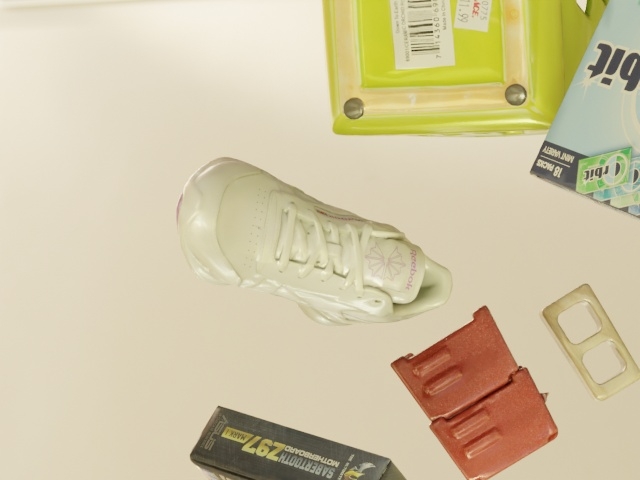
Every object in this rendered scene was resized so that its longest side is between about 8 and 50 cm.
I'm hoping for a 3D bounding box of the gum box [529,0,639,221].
[{"bbox_3d":[0.242,-0.105,1.351,0.157,0.041,0.184,27,93,55],"label":"gum box"}]

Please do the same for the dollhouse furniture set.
[{"bbox_3d":[0.272,0.098,2.027,0.152,0.374,0.201,59,-179,5],"label":"dollhouse furniture set"}]

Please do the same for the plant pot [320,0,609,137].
[{"bbox_3d":[0.116,-0.191,1.570,0.207,0.227,0.228,-24,-68,-67],"label":"plant pot"}]

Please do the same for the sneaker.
[{"bbox_3d":[0.000,0.000,1.672,0.305,0.152,0.114,22,-107,-51],"label":"sneaker"}]

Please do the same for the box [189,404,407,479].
[{"bbox_3d":[0.018,0.238,1.633,0.059,0.183,0.233,-62,-37,-21],"label":"box"}]
